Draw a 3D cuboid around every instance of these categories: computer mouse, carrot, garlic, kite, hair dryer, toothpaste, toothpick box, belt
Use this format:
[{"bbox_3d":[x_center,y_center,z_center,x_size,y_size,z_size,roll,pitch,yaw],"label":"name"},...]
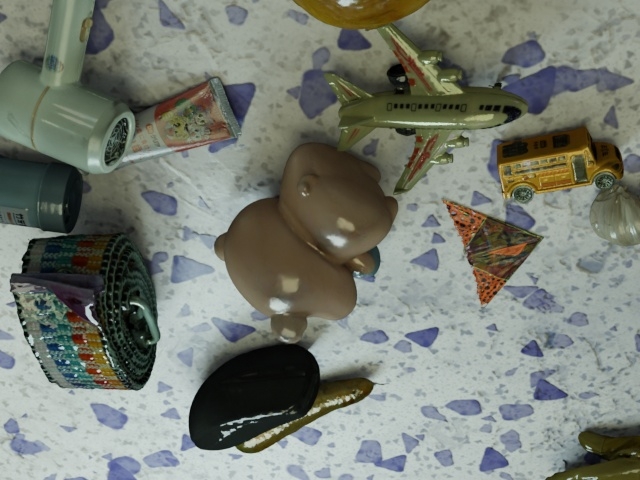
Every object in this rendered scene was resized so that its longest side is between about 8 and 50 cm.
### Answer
[{"bbox_3d":[-0.124,0.248,1.724,0.269,0.138,0.086,-27,129,27],"label":"computer mouse"},{"bbox_3d":[-0.018,0.278,1.783,0.298,0.078,0.078,-24,121,20],"label":"carrot"},{"bbox_3d":[0.427,-0.028,1.482,0.113,0.074,0.094,-5,138,30],"label":"garlic"},{"bbox_3d":[0.267,0.010,1.575,0.125,0.008,0.222,-15,125,15],"label":"kite"},{"bbox_3d":[-0.310,-0.268,1.367,0.173,0.107,0.357,22,118,9],"label":"hair dryer"},{"bbox_3d":[-0.230,-0.149,1.487,0.234,0.057,0.089,-18,114,11],"label":"toothpaste"},{"bbox_3d":[-0.429,-0.068,1.539,0.153,0.101,0.101,8,128,3],"label":"toothpick box"},{"bbox_3d":[-0.322,0.099,1.578,0.160,0.207,0.295,0,140,8],"label":"belt"}]

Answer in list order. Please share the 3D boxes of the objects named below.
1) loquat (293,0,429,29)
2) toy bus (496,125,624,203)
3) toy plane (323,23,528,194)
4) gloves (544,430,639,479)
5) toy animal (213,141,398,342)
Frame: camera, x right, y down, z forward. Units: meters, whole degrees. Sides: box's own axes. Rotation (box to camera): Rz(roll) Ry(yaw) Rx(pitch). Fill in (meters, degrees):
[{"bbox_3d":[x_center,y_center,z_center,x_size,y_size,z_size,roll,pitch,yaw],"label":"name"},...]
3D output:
[{"bbox_3d":[0.049,-0.349,1.202,0.238,0.193,0.238,8,129,10],"label":"loquat"},{"bbox_3d":[0.319,-0.105,1.437,0.162,0.070,0.074,-10,124,16],"label":"toy bus"},{"bbox_3d":[0.137,-0.171,1.385,0.256,0.104,0.242,-5,121,9],"label":"toy plane"},{"bbox_3d":[0.533,0.394,1.755,0.331,0.141,0.154,-11,127,15],"label":"gloves"},{"bbox_3d":[-0.011,-0.006,1.471,0.229,0.210,0.221,-16,142,-24],"label":"toy animal"}]
